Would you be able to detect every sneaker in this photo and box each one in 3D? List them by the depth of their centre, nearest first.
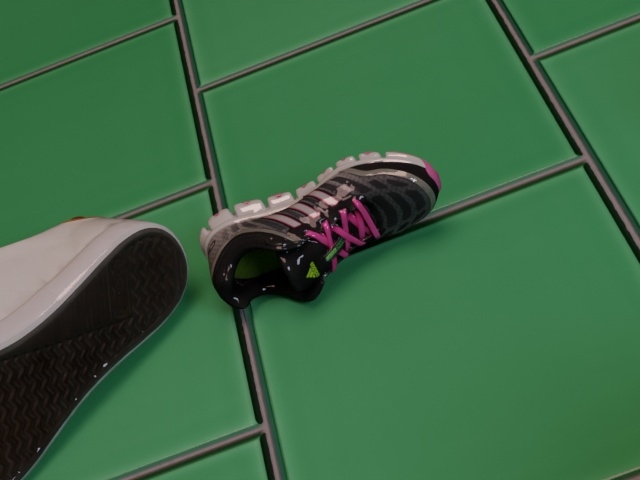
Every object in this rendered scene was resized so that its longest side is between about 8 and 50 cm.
[{"bbox_3d":[-0.221,0.084,0.834,0.123,0.106,0.290,14,43,44],"label":"sneaker"},{"bbox_3d":[0.000,0.000,0.840,0.170,0.063,0.075,-18,40,14],"label":"sneaker"}]
